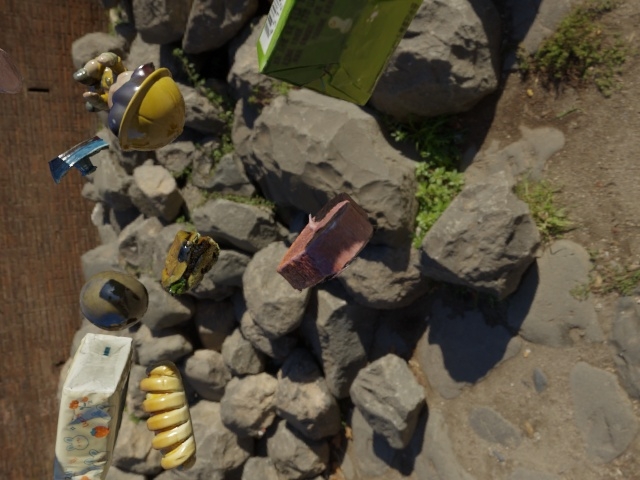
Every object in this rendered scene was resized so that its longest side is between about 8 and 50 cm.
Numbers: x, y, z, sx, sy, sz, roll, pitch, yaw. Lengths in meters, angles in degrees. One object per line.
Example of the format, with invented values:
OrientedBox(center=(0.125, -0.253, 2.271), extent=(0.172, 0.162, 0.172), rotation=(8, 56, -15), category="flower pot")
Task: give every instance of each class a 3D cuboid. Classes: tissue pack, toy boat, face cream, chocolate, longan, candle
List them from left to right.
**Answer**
OrientedBox(center=(-0.604, -0.294, 0.858), extent=(0.198, 0.057, 0.084), rotation=(12, 142, 26), category="face cream")
OrientedBox(center=(-0.489, -0.161, 1.024), extent=(0.060, 0.137, 0.061), rotation=(-15, 115, 42), category="toy boat")
OrientedBox(center=(-0.373, 0.275, 0.826), extent=(0.148, 0.092, 0.197), rotation=(-112, 34, -64), category="tissue pack")
OrientedBox(center=(-0.543, 0.158, 1.326), extent=(0.187, 0.167, 0.168), rotation=(-12, 84, 33), category="longan")
OrientedBox(center=(0.000, 0.000, 1.317), extent=(0.287, 0.131, 0.317), rotation=(-45, 10, 14), category="candle")
OrientedBox(center=(0.033, -0.481, 1.095), extent=(0.301, 0.288, 0.137), rotation=(-58, 42, 33), category="chocolate")

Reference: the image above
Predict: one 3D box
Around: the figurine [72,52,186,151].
OrientedBox(center=(-0.397, -0.302, 1.070), extent=(0.257, 0.167, 0.192), rotation=(43, 130, 23), category="figurine")

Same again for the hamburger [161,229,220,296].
OrientedBox(center=(-0.407, 0.060, 1.498), extent=(0.206, 0.130, 0.183), rotation=(-52, 23, -2), category="hamburger")

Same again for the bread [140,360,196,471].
OrientedBox(center=(-0.435, 0.503, 1.430), extent=(0.173, 0.121, 0.312), rotation=(142, 115, -64), category="bread")
